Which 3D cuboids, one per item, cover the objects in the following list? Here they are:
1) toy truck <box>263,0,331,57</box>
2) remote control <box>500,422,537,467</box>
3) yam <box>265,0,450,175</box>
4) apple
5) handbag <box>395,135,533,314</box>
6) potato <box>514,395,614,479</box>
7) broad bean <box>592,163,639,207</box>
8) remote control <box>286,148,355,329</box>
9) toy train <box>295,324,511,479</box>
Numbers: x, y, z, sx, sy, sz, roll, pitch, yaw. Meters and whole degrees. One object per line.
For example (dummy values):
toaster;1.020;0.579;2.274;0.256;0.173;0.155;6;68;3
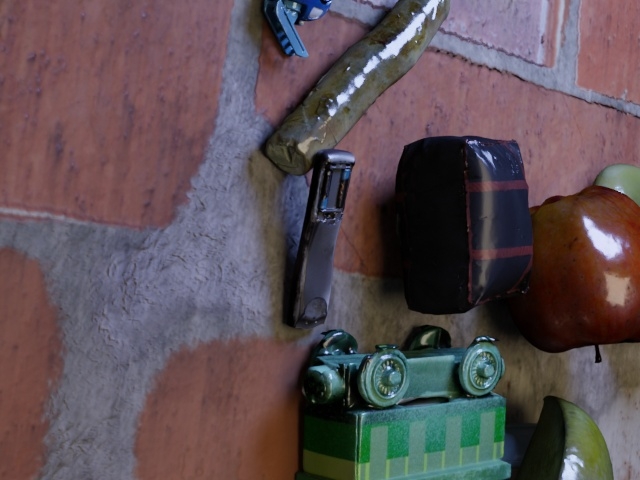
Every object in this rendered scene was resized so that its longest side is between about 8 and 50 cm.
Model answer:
toy truck;-0.028;-0.256;1.477;0.073;0.056;0.090;11;96;-36
remote control;0.239;0.273;1.718;0.162;0.029;0.061;4;87;-41
yam;0.051;-0.194;1.530;0.317;0.067;0.071;-50;140;-27
apple;0.345;0.046;1.692;0.234;0.234;0.234;0;90;-40
handbag;0.178;-0.021;1.585;0.169;0.155;0.215;-2;90;-54
potato;0.301;0.340;1.596;0.112;0.255;0.269;19;88;1
broad bean;0.468;0.012;1.855;0.189;0.121;0.263;-33;109;-39
remote control;0.000;0.000;1.482;0.059;0.028;0.212;-5;109;-49
toy train;0.104;0.207;1.546;0.301;0.120;0.202;-1;94;-41
